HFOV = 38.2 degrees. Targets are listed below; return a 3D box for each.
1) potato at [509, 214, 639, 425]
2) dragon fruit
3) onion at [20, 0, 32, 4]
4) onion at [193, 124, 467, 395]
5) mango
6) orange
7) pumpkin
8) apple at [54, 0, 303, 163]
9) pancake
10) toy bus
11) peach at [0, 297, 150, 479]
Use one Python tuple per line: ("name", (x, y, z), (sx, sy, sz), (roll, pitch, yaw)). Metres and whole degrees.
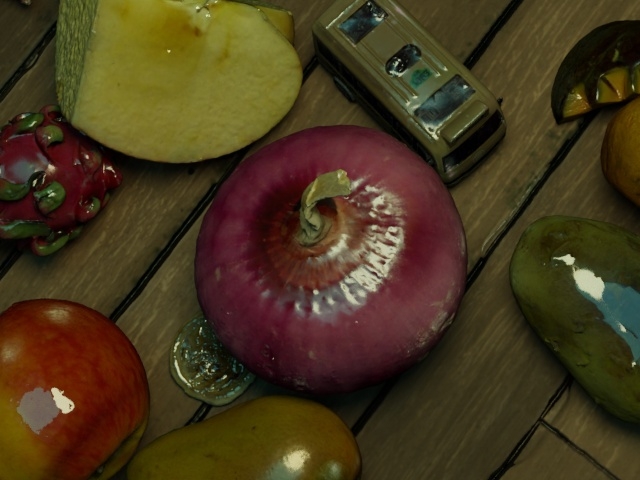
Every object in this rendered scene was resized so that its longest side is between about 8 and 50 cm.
("potato", (0.376, 0.090, 1.178), (0.307, 0.173, 0.210), (43, 89, 12))
("dragon fruit", (-0.423, -0.079, 1.338), (0.273, 0.198, 0.218), (-16, 87, 30))
("onion", (-0.496, -0.458, 1.444), (0.159, 0.159, 0.195), (-17, 97, 5))
("onion", (-0.003, 0.010, 1.190), (0.358, 0.345, 0.358), (-21, 48, 26))
("mango", (-0.098, 0.315, 1.204), (0.317, 0.173, 0.211), (-12, 76, 13))
("orange", (0.483, -0.093, 1.157), (0.249, 0.249, 0.183), (41, 104, 14))
("pumpkin", (0.441, -0.260, 1.265), (0.254, 0.130, 0.149), (-10, 77, 8))
("apple", (-0.198, -0.270, 1.304), (0.309, 0.252, 0.314), (7, 64, -33))
("pancake", (-0.152, 0.165, 1.317), (0.139, 0.022, 0.139), (-2, 78, 9))
("toy bus", (0.124, -0.221, 1.289), (0.139, 0.157, 0.289), (-40, 75, -1))
("peach", (-0.363, 0.206, 1.224), (0.281, 0.238, 0.281), (4, 60, -6))
